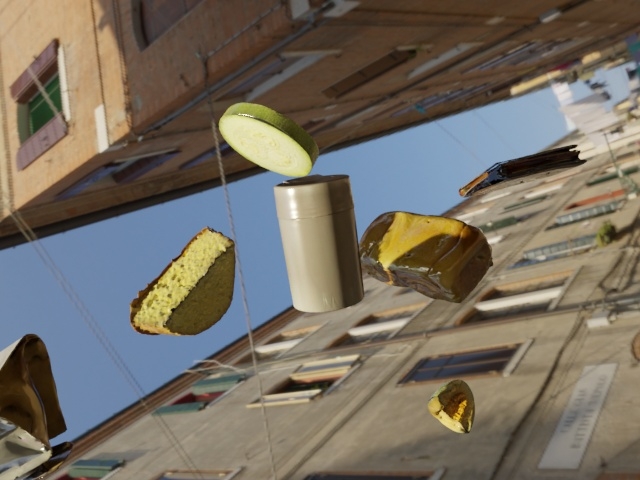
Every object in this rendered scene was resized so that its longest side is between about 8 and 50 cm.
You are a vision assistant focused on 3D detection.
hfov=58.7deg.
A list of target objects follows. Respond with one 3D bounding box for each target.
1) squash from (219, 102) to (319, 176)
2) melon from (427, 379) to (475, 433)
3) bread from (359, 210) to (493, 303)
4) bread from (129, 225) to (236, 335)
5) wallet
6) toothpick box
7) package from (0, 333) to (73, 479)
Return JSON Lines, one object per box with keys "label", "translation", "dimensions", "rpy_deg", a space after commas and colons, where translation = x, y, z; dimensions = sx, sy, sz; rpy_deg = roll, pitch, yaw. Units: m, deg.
{"label": "squash", "translation": [-0.126, -0.243, 1.372], "dimensions": [0.252, 0.252, 0.048], "rpy_deg": [38, -111, -34]}
{"label": "melon", "translation": [0.374, 0.461, 1.622], "dimensions": [0.160, 0.079, 0.128], "rpy_deg": [49, -116, -15]}
{"label": "bread", "translation": [0.220, 0.024, 1.248], "dimensions": [0.166, 0.294, 0.132], "rpy_deg": [-54, -50, -16]}
{"label": "bread", "translation": [-0.257, 0.107, 1.162], "dimensions": [0.260, 0.129, 0.134], "rpy_deg": [-55, -42, -24]}
{"label": "wallet", "translation": [0.361, -0.126, 1.044], "dimensions": [0.161, 0.195, 0.041], "rpy_deg": [-13, -93, -8]}
{"label": "toothpick box", "translation": [0.000, 0.000, 0.814], "dimensions": [0.111, 0.111, 0.180], "rpy_deg": [-23, -72, -51]}
{"label": "package", "translation": [-0.535, 0.308, 0.830], "dimensions": [0.165, 0.311, 0.221], "rpy_deg": [60, -178, -21]}
